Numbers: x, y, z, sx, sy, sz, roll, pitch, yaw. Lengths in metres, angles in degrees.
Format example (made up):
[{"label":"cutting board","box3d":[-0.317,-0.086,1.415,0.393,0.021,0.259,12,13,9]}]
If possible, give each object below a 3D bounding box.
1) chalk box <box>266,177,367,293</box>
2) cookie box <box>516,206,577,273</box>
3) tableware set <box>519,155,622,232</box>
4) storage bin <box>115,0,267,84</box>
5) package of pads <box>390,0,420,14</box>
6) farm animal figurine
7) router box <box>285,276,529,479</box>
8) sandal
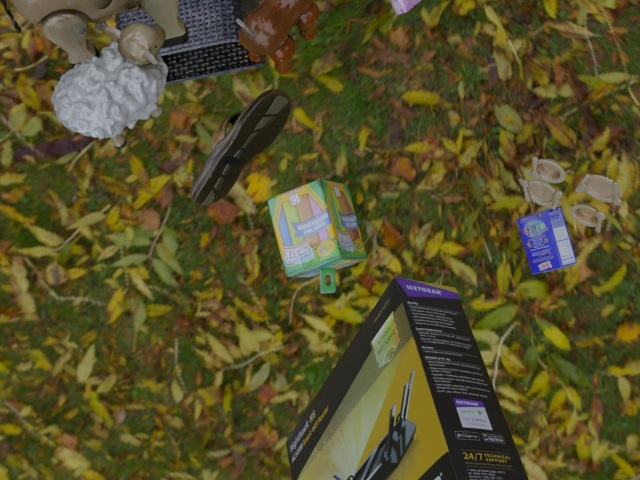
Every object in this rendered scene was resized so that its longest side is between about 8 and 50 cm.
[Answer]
[{"label":"chalk box","box3d":[0.000,0.000,1.713,0.132,0.132,0.212,-20,80,24]},{"label":"cookie box","box3d":[0.410,0.001,1.548,0.040,0.092,0.107,-13,86,-23]},{"label":"tableware set","box3d":[0.399,-0.076,1.373,0.169,0.020,0.141,25,156,20]},{"label":"storage bin","box3d":[-0.174,-0.278,1.157,0.180,0.122,0.084,-7,85,15]},{"label":"package of pads","box3d":[0.134,-0.433,1.452,0.050,0.032,0.083,-43,115,-23]},{"label":"farm animal figurine","box3d":[-0.165,-0.295,0.822,0.327,0.172,0.330,-31,68,-8]},{"label":"router box","box3d":[0.070,0.230,0.883,0.081,0.242,0.308,11,130,-23]},{"label":"sandal","box3d":[-0.132,-0.149,1.308,0.219,0.090,0.060,-51,61,16]}]
